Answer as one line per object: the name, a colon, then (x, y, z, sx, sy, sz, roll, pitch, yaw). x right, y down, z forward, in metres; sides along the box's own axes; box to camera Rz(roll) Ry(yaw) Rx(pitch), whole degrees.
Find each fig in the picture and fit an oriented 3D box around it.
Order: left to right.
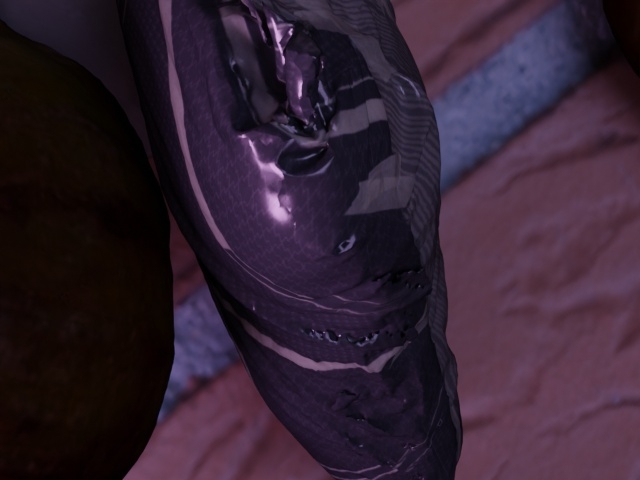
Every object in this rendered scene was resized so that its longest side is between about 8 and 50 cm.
fig: (-0.193, 0.001, 0.379, 0.321, 0.217, 0.217, 27, 78, -55)

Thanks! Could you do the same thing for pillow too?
pillow: (0.000, 0.000, 0.492, 0.093, 0.335, 0.161, -15, 60, -1)

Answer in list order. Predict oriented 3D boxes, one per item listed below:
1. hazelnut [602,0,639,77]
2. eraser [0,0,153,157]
hazelnut: (0.243, -0.128, 0.663, 0.204, 0.178, 0.178, 11, 86, 4)
eraser: (-0.110, -0.205, 0.421, 0.213, 0.082, 0.397, -54, 142, -15)
